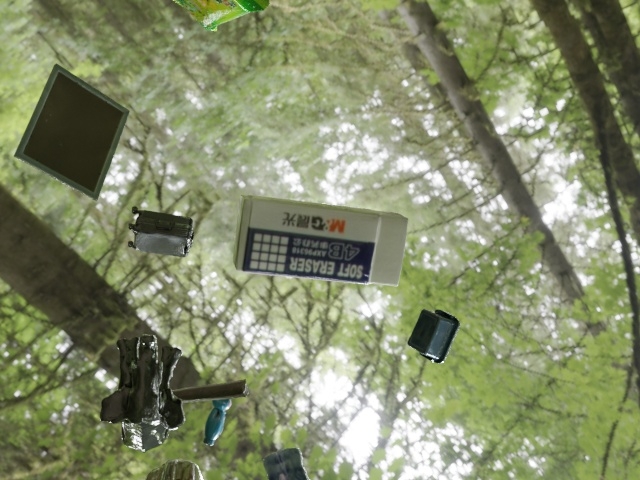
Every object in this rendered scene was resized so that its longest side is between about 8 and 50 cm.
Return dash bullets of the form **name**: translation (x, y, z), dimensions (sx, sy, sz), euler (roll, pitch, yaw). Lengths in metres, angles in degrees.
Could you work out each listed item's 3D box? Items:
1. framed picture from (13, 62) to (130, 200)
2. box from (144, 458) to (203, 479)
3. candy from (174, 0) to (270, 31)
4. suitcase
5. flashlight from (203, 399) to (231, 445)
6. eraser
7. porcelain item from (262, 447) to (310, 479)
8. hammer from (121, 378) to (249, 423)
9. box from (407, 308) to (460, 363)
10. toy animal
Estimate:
- **framed picture**: translation (-0.386, -0.170, 1.146), dimensions (0.011, 0.142, 0.183), euler (-19, -129, 42)
- **box**: translation (-0.231, 0.524, 1.176), dimensions (0.108, 0.263, 0.404), euler (-12, -171, -5)
- **candy**: translation (-0.135, -0.298, 0.874), dimensions (0.032, 0.102, 0.178), euler (-54, -153, -13)
- **suitcase**: translation (-0.313, -0.015, 1.435), dimensions (0.086, 0.126, 0.059), euler (113, -17, -55)
- **flashlight**: translation (-0.255, 0.432, 1.769), dimensions (0.051, 0.051, 0.129), euler (14, -97, 54)
- **eraser**: translation (0.000, 0.000, 1.217), dimensions (0.081, 0.279, 0.124), euler (-142, -121, -75)
- **porcelain item**: translation (-0.050, 0.575, 1.537), dimensions (0.141, 0.141, 0.259), euler (-28, -124, 16)
- **hammer**: translation (-0.261, 0.289, 1.362), dimensions (0.297, 0.027, 0.125), euler (-12, -141, 24)
- **box**: translation (0.217, 0.182, 1.417), dimensions (0.074, 0.054, 0.099), euler (25, -87, 50)
- **toy animal**: translation (-0.249, 0.224, 1.068), dimensions (0.115, 0.245, 0.146), euler (0, -125, 1)
